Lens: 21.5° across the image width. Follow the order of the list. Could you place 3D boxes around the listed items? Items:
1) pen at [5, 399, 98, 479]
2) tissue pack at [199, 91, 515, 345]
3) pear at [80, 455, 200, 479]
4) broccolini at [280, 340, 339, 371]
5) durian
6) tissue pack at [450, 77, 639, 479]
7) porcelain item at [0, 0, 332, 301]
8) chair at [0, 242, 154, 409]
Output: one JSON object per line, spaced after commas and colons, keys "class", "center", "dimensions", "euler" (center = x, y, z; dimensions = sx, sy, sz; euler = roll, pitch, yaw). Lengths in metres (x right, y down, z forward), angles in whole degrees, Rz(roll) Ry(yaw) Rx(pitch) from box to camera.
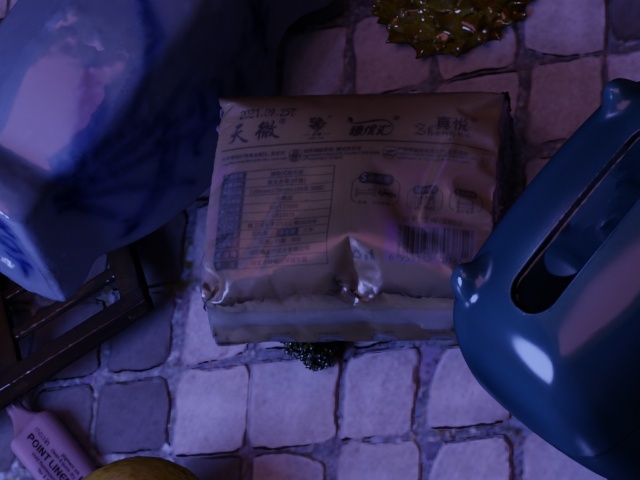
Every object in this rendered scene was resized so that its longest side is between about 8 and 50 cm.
{"class": "pen", "center": [-0.239, 0.205, 1.547], "dimensions": [0.053, 0.032, 0.197], "euler": [-48, 57, 2]}
{"class": "tissue pack", "center": [0.031, -0.022, 1.415], "dimensions": [0.257, 0.123, 0.215], "euler": [1, 64, 9]}
{"class": "pear", "center": [-0.158, 0.264, 1.403], "dimensions": [0.178, 0.178, 0.178], "euler": [-11, 64, 24]}
{"class": "broccolini", "center": [0.000, 0.000, 1.504], "dimensions": [0.054, 0.051, 0.239], "euler": [135, 145, -62]}
{"class": "durian", "center": [0.137, -0.246, 1.513], "dimensions": [0.224, 0.078, 0.140], "euler": [-15, 62, 23]}
{"class": "tissue pack", "center": [0.239, 0.024, 1.249], "dimensions": [0.287, 0.206, 0.198], "euler": [-50, 41, 2]}
{"class": "porcelain item", "center": [-0.168, -0.150, 1.508], "dimensions": [0.178, 0.242, 0.405], "euler": [27, 66, 31]}
{"class": "chair", "center": [-0.401, 0.064, 1.556], "dimensions": [0.416, 0.240, 0.203], "euler": [-35, 45, 11]}
